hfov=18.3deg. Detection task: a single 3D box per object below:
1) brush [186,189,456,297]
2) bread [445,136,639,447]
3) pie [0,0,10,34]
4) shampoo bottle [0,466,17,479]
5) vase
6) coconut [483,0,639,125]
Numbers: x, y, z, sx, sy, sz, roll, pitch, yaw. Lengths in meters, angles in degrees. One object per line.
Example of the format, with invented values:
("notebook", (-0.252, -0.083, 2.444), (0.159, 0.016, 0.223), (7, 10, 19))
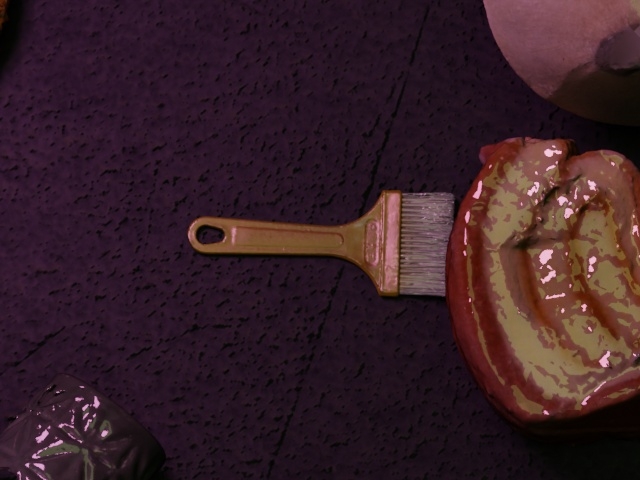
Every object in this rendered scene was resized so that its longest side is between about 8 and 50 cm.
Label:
("brush", (0.000, 0.000, 1.515), (0.205, 0.011, 0.083), (2, 79, 0))
("bread", (0.182, 0.033, 1.457), (0.190, 0.123, 0.244), (-21, 78, -4))
("pie", (-0.355, -0.209, 1.522), (0.273, 0.069, 0.273), (1, 82, -4))
("shampoo bottle", (-0.338, 0.092, 1.403), (0.098, 0.071, 0.309), (-44, 59, -14))
("vase", (-0.248, 0.233, 1.403), (0.251, 0.156, 0.301), (29, 72, 31))
("coconut", (0.232, -0.196, 1.447), (0.241, 0.241, 0.241), (0, 78, -1))
